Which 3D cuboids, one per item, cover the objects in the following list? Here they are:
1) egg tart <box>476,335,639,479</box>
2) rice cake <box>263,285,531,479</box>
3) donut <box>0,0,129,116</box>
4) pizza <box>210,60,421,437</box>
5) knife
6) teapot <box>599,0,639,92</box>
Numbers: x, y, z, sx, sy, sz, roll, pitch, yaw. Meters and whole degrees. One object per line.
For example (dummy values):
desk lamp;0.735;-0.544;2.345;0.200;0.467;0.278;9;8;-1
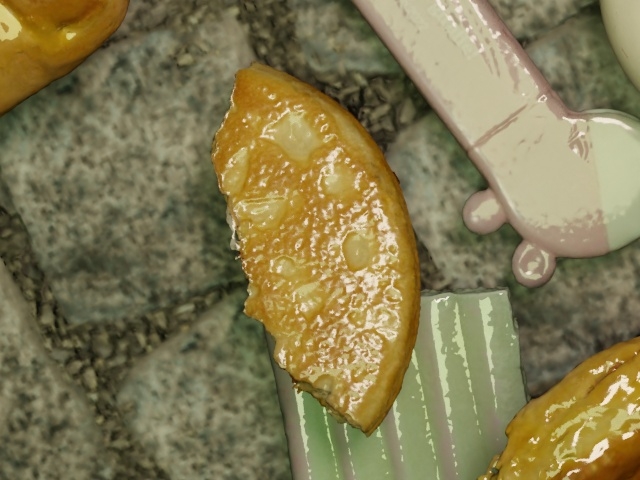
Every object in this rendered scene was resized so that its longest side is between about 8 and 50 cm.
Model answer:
egg tart;0.236;0.217;1.201;0.352;0.150;0.352;-1;94;-11
rice cake;0.060;0.129;1.268;0.189;0.037;0.198;-2;101;5
donut;-0.258;-0.203;1.177;0.317;0.150;0.299;11;101;4
pizza;-0.001;0.001;1.221;0.127;0.058;0.246;-28;78;-4
knife;0.066;-0.149;1.215;0.132;0.038;0.399;-38;94;9
teapot;0.261;-0.161;1.143;0.298;0.139;0.204;45;104;-4
